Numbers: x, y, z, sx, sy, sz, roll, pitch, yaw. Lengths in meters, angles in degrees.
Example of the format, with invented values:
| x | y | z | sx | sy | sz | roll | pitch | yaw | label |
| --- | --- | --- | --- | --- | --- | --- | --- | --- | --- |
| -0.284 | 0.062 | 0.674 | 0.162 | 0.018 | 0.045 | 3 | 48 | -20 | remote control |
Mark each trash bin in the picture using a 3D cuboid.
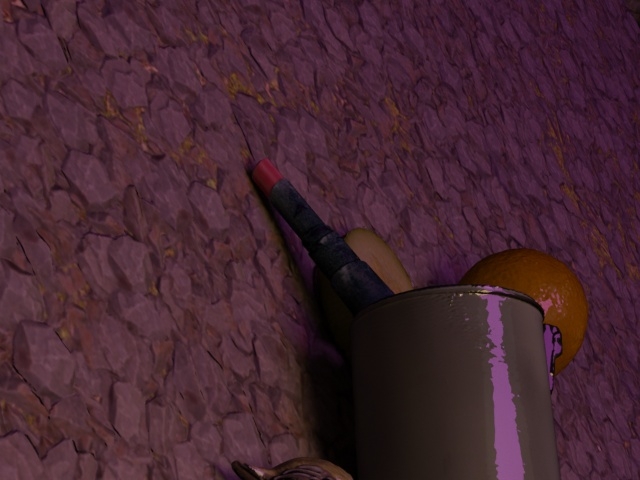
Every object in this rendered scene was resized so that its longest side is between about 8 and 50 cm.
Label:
| x | y | z | sx | sy | sz | roll | pitch | yaw | label |
| --- | --- | --- | --- | --- | --- | --- | --- | --- | --- |
| 0.144 | 0.206 | 1.606 | 0.277 | 0.217 | 0.262 | 6 | 64 | -21 | trash bin |

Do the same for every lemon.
| x | y | z | sx | sy | sz | roll | pitch | yaw | label |
| --- | --- | --- | --- | --- | --- | --- | --- | --- | --- |
| 0.256 | 0.104 | 1.966 | 0.187 | 0.187 | 0.244 | 56 | 31 | -12 | lemon |

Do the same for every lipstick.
| x | y | z | sx | sy | sz | roll | pitch | yaw | label |
| --- | --- | --- | --- | --- | --- | --- | --- | --- | --- |
| 0.000 | 0.000 | 1.715 | 0.234 | 0.053 | 0.053 | 50 | 25 | 11 | lipstick |

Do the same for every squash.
| x | y | z | sx | sy | sz | roll | pitch | yaw | label |
| --- | --- | --- | --- | --- | --- | --- | --- | --- | --- |
| 0.074 | 0.087 | 1.823 | 0.219 | 0.041 | 0.219 | 41 | 35 | -37 | squash |

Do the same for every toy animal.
| x | y | z | sx | sy | sz | roll | pitch | yaw | label |
| --- | --- | --- | --- | --- | --- | --- | --- | --- | --- |
| -0.024 | 0.258 | 1.450 | 0.137 | 0.098 | 0.098 | 20 | 48 | -35 | toy animal |
